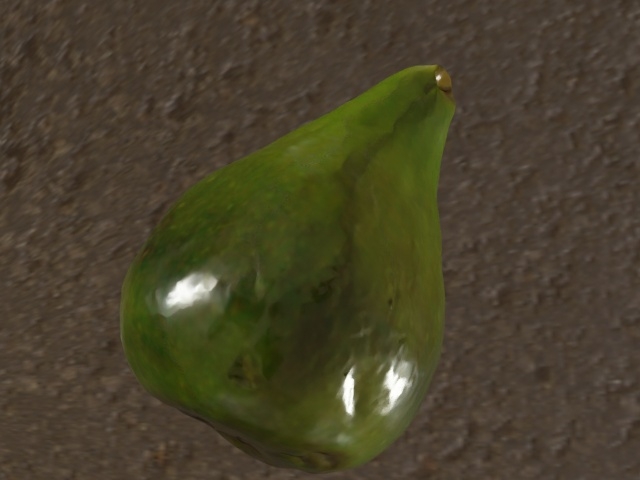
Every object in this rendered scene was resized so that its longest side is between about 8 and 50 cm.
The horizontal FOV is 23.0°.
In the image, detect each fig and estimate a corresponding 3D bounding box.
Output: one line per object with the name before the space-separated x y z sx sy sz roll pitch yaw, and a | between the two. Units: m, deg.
fig | 0.000 0.000 0.982 0.206 0.206 0.275 30 77 -16
